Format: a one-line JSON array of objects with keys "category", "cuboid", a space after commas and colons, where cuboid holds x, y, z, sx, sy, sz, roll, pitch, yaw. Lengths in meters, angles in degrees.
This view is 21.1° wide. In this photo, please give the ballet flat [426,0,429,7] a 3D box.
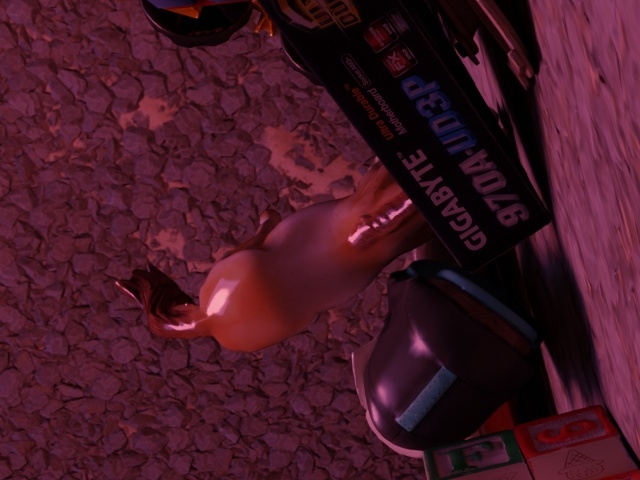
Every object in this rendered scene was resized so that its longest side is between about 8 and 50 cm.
[{"category": "ballet flat", "cuboid": [0.061, -0.162, 1.187, 0.049, 0.057, 0.173, -44, 51, 44]}]

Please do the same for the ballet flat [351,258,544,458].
[{"category": "ballet flat", "cuboid": [0.059, 0.062, 0.901, 0.095, 0.096, 0.280, 36, -177, 8]}]

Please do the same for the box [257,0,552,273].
[{"category": "box", "cuboid": [0.013, -0.111, 0.786, 0.220, 0.051, 0.175, 49, -168, -40]}]

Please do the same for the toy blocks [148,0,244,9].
[{"category": "toy blocks", "cuboid": [-0.037, -0.230, 0.446, 0.261, 0.191, 0.381, 26, -121, -77]}]

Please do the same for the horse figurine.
[{"category": "horse figurine", "cuboid": [0.000, 0.000, 0.976, 0.066, 0.263, 0.174, 59, -167, -10]}]

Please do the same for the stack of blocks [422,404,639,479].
[{"category": "stack of blocks", "cuboid": [0.126, 0.242, 0.733, 0.171, 0.087, 0.297, -100, -5, -76]}]

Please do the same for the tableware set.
[{"category": "tableware set", "cuboid": [0.036, -0.132, 0.739, 0.169, 0.020, 0.141, 53, -175, -9]}]

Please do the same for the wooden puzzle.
[{"category": "wooden puzzle", "cuboid": [0.112, 0.087, 1.141, 0.221, 0.044, 0.239, -30, -70, -79]}]

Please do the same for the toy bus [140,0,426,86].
[{"category": "toy bus", "cuboid": [-0.018, -0.227, 1.099, 0.149, 0.220, 0.211, 89, -160, -71]}]
